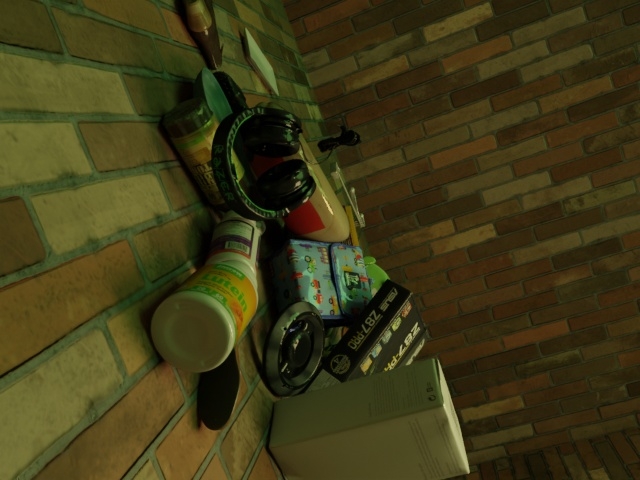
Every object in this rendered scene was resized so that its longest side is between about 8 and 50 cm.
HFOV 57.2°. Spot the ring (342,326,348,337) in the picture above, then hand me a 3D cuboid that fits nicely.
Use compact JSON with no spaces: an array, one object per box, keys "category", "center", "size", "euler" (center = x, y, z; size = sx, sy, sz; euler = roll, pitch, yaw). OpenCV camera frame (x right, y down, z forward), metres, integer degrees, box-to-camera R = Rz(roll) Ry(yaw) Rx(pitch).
[{"category":"ring","center":[0.153,0.486,2.248],"size":[0.336,0.032,0.336],"euler":[-18,90,-77]}]

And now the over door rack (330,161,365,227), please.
[{"category":"over door rack","center":[-0.008,-0.130,1.941],"size":[0.324,0.240,0.108],"euler":[57,20,-51]}]

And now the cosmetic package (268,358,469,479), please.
[{"category":"cosmetic package","center":[0.104,0.427,1.285],"size":[0.156,0.385,0.217],"euler":[-83,154,-61]}]

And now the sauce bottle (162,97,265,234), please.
[{"category":"sauce bottle","center":[-0.224,-0.147,1.319],"size":[0.111,0.112,0.344],"euler":[-91,158,-54]}]

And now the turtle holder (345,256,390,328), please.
[{"category":"turtle holder","center":[0.099,0.184,2.067],"size":[0.227,0.321,0.243],"euler":[124,-13,-73]}]

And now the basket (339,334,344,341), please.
[{"category":"basket","center":[0.127,0.443,1.923],"size":[0.226,0.154,0.204],"euler":[-83,179,-51]}]

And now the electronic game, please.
[{"category":"electronic game","center":[-0.060,0.257,1.396],"size":[0.229,0.048,0.229],"euler":[-15,109,-53]}]

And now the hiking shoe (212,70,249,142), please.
[{"category":"hiking shoe","center":[-0.233,-0.379,1.677],"size":[0.114,0.086,0.226],"euler":[-68,138,-67]}]

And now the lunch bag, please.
[{"category":"lunch bag","center":[0.026,0.125,1.620],"size":[0.293,0.138,0.220],"euler":[1,65,-34]}]

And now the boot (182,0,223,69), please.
[{"category":"boot","center":[-0.336,-0.631,1.670],"size":[0.206,0.090,0.248],"euler":[76,3,-50]}]

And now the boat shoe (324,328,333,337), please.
[{"category":"boat shoe","center":[-0.026,0.177,1.822],"size":[0.095,0.095,0.257],"euler":[20,50,-45]}]

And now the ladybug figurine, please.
[{"category":"ladybug figurine","center":[-0.075,-0.170,1.624],"size":[0.449,0.162,0.305],"euler":[60,3,-18]}]

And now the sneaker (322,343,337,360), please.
[{"category":"sneaker","center":[0.041,0.368,1.883],"size":[0.144,0.053,0.059],"euler":[-18,89,-69]}]

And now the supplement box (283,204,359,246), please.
[{"category":"supplement box","center":[0.000,0.000,1.810],"size":[0.129,0.194,0.191],"euler":[112,-25,-51]}]

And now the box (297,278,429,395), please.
[{"category":"box","center":[0.133,0.339,1.607],"size":[0.097,0.395,0.318],"euler":[30,-18,31]}]

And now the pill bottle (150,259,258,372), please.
[{"category":"pill bottle","center":[-0.188,0.117,1.031],"size":[0.245,0.137,0.136],"euler":[-64,134,-73]}]

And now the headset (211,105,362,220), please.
[{"category":"headset","center":[-0.069,-0.188,1.319],"size":[0.394,0.185,0.243],"euler":[-28,108,-53]}]

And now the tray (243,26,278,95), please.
[{"category":"tray","center":[-0.233,-0.677,2.250],"size":[0.270,0.030,0.145],"euler":[46,29,-64]}]

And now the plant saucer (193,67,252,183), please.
[{"category":"plant saucer","center":[-0.250,-0.275,1.484],"size":[0.317,0.044,0.317],"euler":[-19,90,-84]}]

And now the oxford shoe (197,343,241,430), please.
[{"category":"oxford shoe","center":[-0.172,0.255,1.063],"size":[0.212,0.076,0.076],"euler":[-93,172,-49]}]

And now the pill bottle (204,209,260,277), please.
[{"category":"pill bottle","center":[-0.185,0.017,1.257],"size":[0.193,0.108,0.108],"euler":[-91,159,-54]}]
